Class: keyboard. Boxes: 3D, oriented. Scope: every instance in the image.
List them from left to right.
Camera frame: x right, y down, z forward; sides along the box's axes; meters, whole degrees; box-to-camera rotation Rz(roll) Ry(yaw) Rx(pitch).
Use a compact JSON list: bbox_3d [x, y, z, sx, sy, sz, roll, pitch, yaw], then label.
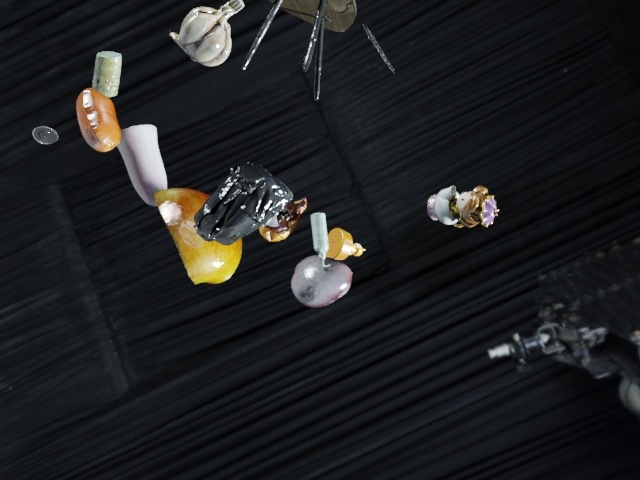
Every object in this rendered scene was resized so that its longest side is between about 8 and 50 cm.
[{"bbox_3d":[0.204,-0.664,1.803,0.074,0.015,0.197,10,51,-59],"label":"keyboard"}]

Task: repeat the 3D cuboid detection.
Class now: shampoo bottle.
[{"bbox_3d":[0.000,0.000,1.874,0.056,0.056,0.195,48,36,-75],"label":"shampoo bottle"}]

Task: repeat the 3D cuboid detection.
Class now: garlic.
[{"bbox_3d":[-0.260,-0.514,1.277,0.131,0.194,0.127,55,0,-43],"label":"garlic"}]

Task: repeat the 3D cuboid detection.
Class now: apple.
[{"bbox_3d":[-0.380,-0.034,1.581,0.254,0.179,0.346,0,57,-60],"label":"apple"}]

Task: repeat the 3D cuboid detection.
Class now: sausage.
[{"bbox_3d":[-0.800,-0.431,1.864,0.133,0.133,0.259,53,14,-70],"label":"sausage"}]

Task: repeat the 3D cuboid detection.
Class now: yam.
[{"bbox_3d":[-0.923,-0.729,2.256,0.194,0.107,0.107,-62,-145,37],"label":"yam"}]

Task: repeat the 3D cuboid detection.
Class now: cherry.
[{"bbox_3d":[-0.009,0.151,1.939,0.213,0.265,0.184,-77,150,-55],"label":"cherry"}]

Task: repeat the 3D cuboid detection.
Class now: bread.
[{"bbox_3d":[-0.155,-0.098,2.145,0.139,0.095,0.269,34,52,-5],"label":"bread"}]

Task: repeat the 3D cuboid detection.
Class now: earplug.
[{"bbox_3d":[-0.684,-0.278,2.032,0.172,0.172,0.302,-15,88,-85],"label":"earplug"}]

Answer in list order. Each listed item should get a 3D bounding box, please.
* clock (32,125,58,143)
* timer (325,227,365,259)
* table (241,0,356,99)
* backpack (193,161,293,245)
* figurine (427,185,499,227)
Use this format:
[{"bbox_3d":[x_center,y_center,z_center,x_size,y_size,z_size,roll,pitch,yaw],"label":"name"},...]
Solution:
[{"bbox_3d":[-0.939,-0.360,1.775,0.083,0.074,0.010,71,-1,-61],"label":"clock"},{"bbox_3d":[0.113,0.028,2.154,0.152,0.132,0.132,16,36,-32],"label":"timer"},{"bbox_3d":[-0.078,-0.584,1.510,0.317,0.317,0.249,21,85,-84],"label":"table"},{"bbox_3d":[-0.218,-0.095,1.371,0.206,0.258,0.133,43,-4,48],"label":"backpack"},{"bbox_3d":[0.534,-0.125,1.940,0.263,0.142,0.190,3,-43,48],"label":"figurine"}]
